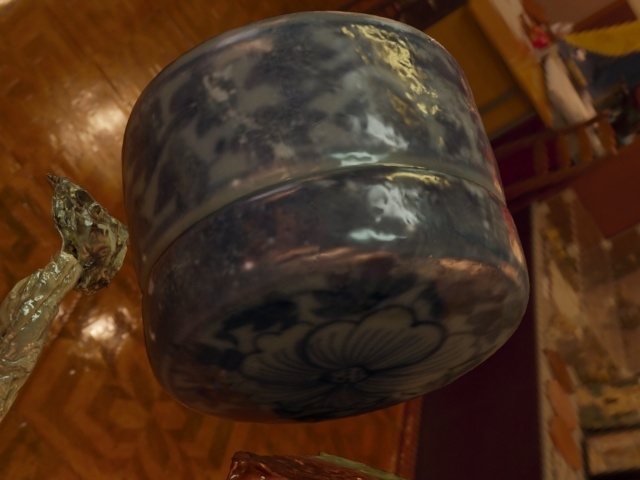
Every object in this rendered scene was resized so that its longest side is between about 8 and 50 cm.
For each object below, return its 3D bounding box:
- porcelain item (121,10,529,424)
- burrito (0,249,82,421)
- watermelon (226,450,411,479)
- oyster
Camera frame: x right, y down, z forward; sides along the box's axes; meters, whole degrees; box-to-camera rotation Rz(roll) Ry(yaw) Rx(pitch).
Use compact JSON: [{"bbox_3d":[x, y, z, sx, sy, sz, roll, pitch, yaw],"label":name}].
[{"bbox_3d":[0.000,0.000,0.416,0.147,0.147,0.114,29,41,-50],"label":"porcelain item"},{"bbox_3d":[-0.300,0.112,1.026,0.058,0.063,0.230,29,82,-30],"label":"burrito"},{"bbox_3d":[0.024,0.147,0.399,0.193,0.145,0.137,-57,156,-47],"label":"watermelon"},{"bbox_3d":[-0.280,0.004,1.287,0.252,0.087,0.199,71,0,-53],"label":"oyster"}]
